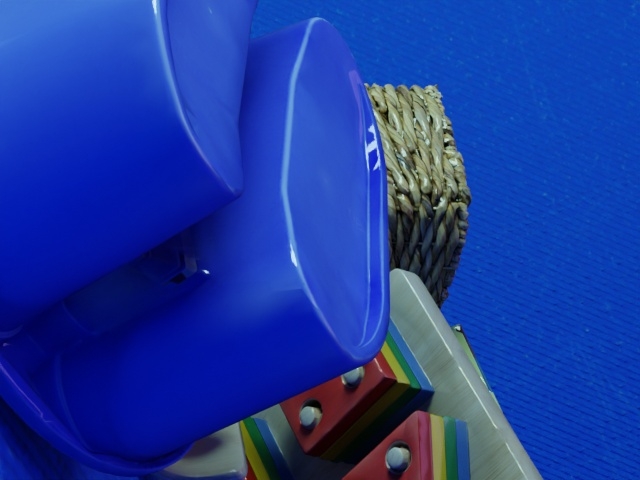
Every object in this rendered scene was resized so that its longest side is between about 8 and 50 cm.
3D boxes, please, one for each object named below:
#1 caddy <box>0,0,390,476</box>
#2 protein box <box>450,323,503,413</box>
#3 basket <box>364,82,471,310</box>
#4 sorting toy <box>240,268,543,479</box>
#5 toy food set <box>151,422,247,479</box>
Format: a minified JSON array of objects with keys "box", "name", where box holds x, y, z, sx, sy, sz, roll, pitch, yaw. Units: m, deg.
[{"box":[-0.092,-0.043,0.710,0.241,0.179,0.341,54,22,-31],"name":"caddy"},{"box":[0.093,0.225,1.437,0.201,0.199,0.136,70,-2,-52],"name":"protein box"},{"box":[0.000,0.000,1.410,0.299,0.223,0.213,113,-27,-49],"name":"basket"},{"box":[0.014,0.188,1.009,0.089,0.257,0.255,20,32,-46],"name":"sorting toy"},{"box":[-0.129,-0.002,0.943,0.220,0.092,0.306,-115,-176,-74],"name":"toy food set"}]
